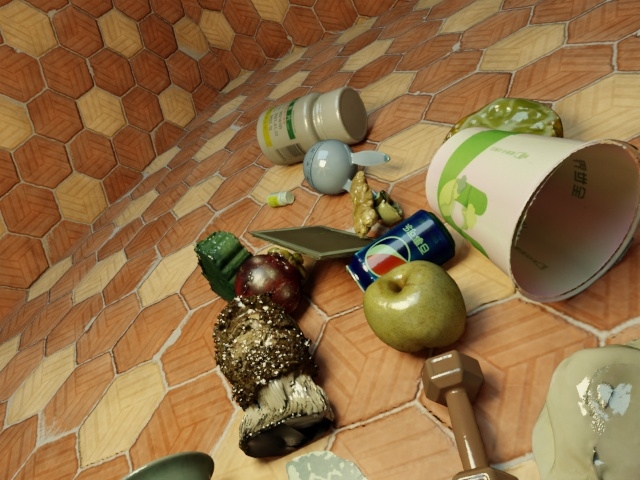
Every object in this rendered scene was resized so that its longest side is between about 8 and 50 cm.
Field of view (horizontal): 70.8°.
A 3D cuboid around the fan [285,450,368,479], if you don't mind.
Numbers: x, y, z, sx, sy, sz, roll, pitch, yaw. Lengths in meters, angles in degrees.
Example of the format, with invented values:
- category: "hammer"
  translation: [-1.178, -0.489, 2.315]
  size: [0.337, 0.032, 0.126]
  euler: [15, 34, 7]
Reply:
- category: "fan"
  translation: [0.020, 0.393, 0.659]
  size: [0.131, 0.009, 0.240]
  euler: [-42, 33, -12]

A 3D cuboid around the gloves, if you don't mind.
- category: "gloves"
  translation: [-0.104, 0.239, 0.849]
  size: [0.210, 0.135, 0.312]
  euler: [-42, 49, 28]

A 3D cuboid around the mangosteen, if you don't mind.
- category: "mangosteen"
  translation: [-0.105, 0.091, 1.021]
  size: [0.166, 0.166, 0.180]
  euler: [16, 63, 51]

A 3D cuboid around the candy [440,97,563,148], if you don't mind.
- category: "candy"
  translation: [0.394, -0.205, 0.989]
  size: [0.260, 0.118, 0.260]
  euler: [-22, 37, 18]

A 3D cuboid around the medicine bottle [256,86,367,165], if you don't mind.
- category: "medicine bottle"
  translation: [-0.029, -0.383, 1.516]
  size: [0.340, 0.208, 0.208]
  euler: [-7, 42, 37]

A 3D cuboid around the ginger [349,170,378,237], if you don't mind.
- category: "ginger"
  translation: [0.096, -0.087, 1.074]
  size: [0.053, 0.193, 0.176]
  euler: [-2, 77, -7]

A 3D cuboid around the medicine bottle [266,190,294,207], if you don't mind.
- category: "medicine bottle"
  translation: [-0.128, -0.132, 1.433]
  size: [0.083, 0.047, 0.047]
  euler: [-4, 44, 40]

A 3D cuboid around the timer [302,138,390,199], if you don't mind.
- category: "timer"
  translation: [0.074, -0.197, 1.270]
  size: [0.255, 0.175, 0.175]
  euler: [14, 52, 17]

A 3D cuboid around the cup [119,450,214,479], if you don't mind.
- category: "cup"
  translation: [-0.229, 0.450, 0.686]
  size: [0.199, 0.199, 0.150]
  euler: [-39, 51, -6]

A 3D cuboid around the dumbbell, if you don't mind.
- category: "dumbbell"
  translation: [0.196, 0.258, 0.605]
  size: [0.092, 0.082, 0.231]
  euler: [-23, 34, 17]

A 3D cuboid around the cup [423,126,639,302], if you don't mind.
- category: "cup"
  translation: [0.328, -0.072, 0.745]
  size: [0.253, 0.253, 0.274]
  euler: [-36, 33, -2]

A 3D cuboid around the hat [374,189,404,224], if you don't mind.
- category: "hat"
  translation: [0.155, -0.072, 1.075]
  size: [0.059, 0.076, 0.077]
  euler: [-47, 23, 21]

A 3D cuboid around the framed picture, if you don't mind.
- category: "framed picture"
  translation: [0.000, 0.000, 1.055]
  size: [0.231, 0.018, 0.293]
  euler: [-7, 15, -36]

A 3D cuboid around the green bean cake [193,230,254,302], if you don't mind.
- category: "green bean cake"
  translation: [-0.240, 0.065, 1.140]
  size: [0.193, 0.208, 0.107]
  euler: [15, 55, 48]

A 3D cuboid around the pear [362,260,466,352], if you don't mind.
- category: "pear"
  translation: [0.161, 0.115, 0.773]
  size: [0.167, 0.136, 0.167]
  euler: [-26, 30, 17]

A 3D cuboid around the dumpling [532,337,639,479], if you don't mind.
- category: "dumpling"
  translation: [0.330, 0.204, 0.537]
  size: [0.247, 0.142, 0.172]
  euler: [-51, 0, -12]

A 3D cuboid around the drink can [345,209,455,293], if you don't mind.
- category: "drink can"
  translation: [0.158, 0.035, 0.895]
  size: [0.205, 0.118, 0.118]
  euler: [-35, 32, 3]
